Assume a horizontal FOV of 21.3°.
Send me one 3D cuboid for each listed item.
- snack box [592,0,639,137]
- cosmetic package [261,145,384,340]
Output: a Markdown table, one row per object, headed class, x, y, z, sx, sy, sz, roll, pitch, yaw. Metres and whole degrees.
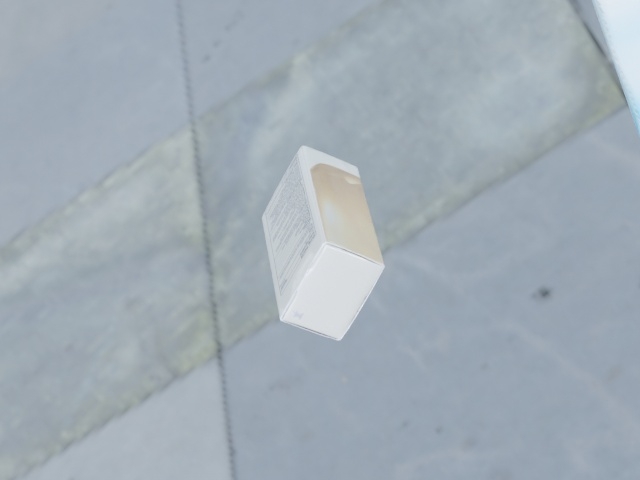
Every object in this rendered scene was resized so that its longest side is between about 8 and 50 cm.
| class | x | y | z | sx | sy | sz | roll | pitch | yaw |
| --- | --- | --- | --- | --- | --- | --- | --- | --- | --- |
| snack box | 0.067 | -0.161 | 0.428 | 0.060 | 0.322 | 0.187 | -18 | 25 | 14 |
| cosmetic package | 0.000 | 0.000 | 1.000 | 0.060 | 0.041 | 0.115 | -59 | 22 | 26 |
